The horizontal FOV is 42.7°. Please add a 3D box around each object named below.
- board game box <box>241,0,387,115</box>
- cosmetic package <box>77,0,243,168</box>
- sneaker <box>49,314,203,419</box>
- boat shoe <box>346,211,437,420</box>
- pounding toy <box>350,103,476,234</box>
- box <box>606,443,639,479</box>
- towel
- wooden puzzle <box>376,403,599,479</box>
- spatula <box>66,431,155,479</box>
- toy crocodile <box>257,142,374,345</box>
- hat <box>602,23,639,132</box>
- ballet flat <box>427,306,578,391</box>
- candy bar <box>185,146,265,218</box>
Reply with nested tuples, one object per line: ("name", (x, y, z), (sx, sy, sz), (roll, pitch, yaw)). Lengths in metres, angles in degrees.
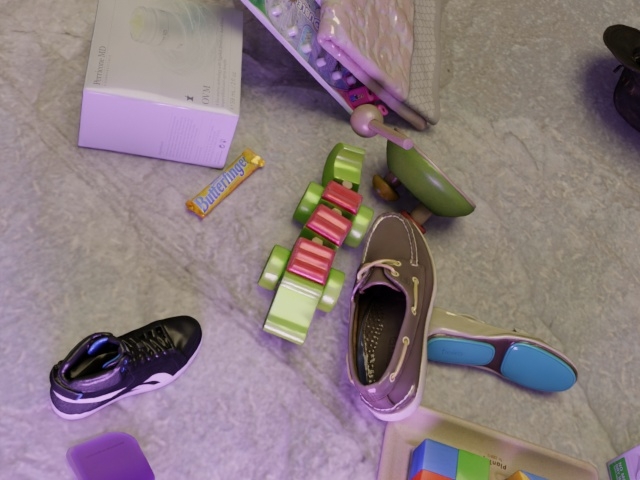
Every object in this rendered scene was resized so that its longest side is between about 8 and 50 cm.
("board game box", (0.019, -0.453, 1.370), (0.390, 0.050, 0.390), (40, 50, -40))
("cosmetic package", (-0.242, -0.252, 1.256), (0.225, 0.138, 0.224), (7, 57, -14))
("sneaker", (-0.229, 0.142, 1.017), (0.217, 0.121, 0.079), (-29, 73, -32))
("boat shoe", (0.096, 0.086, 1.162), (0.117, 0.097, 0.324), (-9, 55, 24))
("pounding toy", (0.131, -0.093, 1.295), (0.237, 0.110, 0.183), (38, 10, -37))
("box", (0.578, 0.328, 1.120), (0.262, 0.231, 0.126), (7, 57, -16))
("towel", (0.115, -0.398, 1.396), (0.317, 0.053, 0.332), (32, 55, -44))
("wooden puzzle", (0.219, 0.402, 1.037), (0.322, 0.080, 0.348), (20, 55, -7))
("spatula", (-0.201, 0.353, 0.948), (0.084, 0.030, 0.296), (-19, 66, -31))
("toy crocodile", (0.000, 0.000, 1.200), (0.115, 0.105, 0.340), (26, 54, -2))
("hat", (0.660, -0.282, 1.597), (0.331, 0.134, 0.331), (18, 36, -14))
("ballet flat", (0.263, 0.155, 1.217), (0.248, 0.086, 0.086), (17, 55, -8))
("candy bar", (-0.146, -0.087, 1.257), (0.040, 0.018, 0.161), (38, 54, 7))
